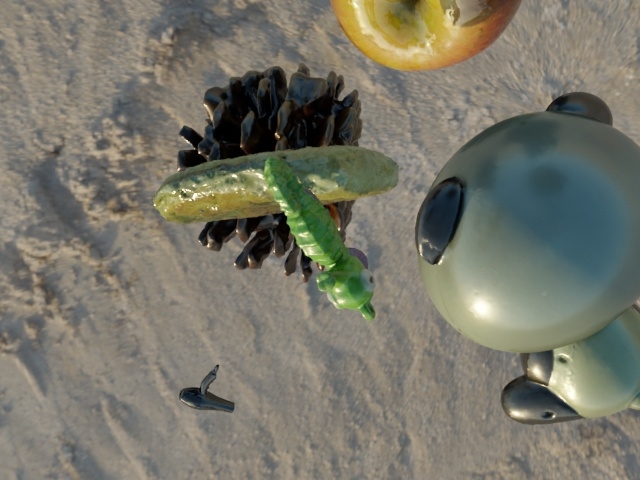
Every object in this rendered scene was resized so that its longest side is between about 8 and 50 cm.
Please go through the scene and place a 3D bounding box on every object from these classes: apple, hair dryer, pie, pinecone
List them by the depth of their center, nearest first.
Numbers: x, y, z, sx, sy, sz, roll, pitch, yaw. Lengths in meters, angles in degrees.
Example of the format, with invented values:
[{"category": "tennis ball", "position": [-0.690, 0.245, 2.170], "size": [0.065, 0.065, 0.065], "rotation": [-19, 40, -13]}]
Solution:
[{"category": "apple", "position": [0.115, -0.295, 0.976], "size": [0.210, 0.173, 0.235], "rotation": [41, 143, -24]}, {"category": "pie", "position": [-0.052, -0.068, 1.224], "size": [0.323, 0.323, 0.071], "rotation": [-9, 87, 15]}, {"category": "hair dryer", "position": [-0.144, 0.202, 1.257], "size": [0.079, 0.031, 0.083], "rotation": [17, 127, -22]}, {"category": "pinecone", "position": [-0.085, -0.117, 1.662], "size": [0.397, 0.398, 0.398], "rotation": [2, 98, 14]}]

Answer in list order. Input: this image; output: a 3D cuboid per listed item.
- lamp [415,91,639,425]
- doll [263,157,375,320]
[{"category": "lamp", "position": [0.181, 0.020, 0.714], "size": [0.197, 0.198, 0.244], "rotation": [-19, 116, 16]}, {"category": "doll", "position": [0.000, 0.000, 0.890], "size": [0.050, 0.115, 0.190], "rotation": [-31, 105, 10]}]
